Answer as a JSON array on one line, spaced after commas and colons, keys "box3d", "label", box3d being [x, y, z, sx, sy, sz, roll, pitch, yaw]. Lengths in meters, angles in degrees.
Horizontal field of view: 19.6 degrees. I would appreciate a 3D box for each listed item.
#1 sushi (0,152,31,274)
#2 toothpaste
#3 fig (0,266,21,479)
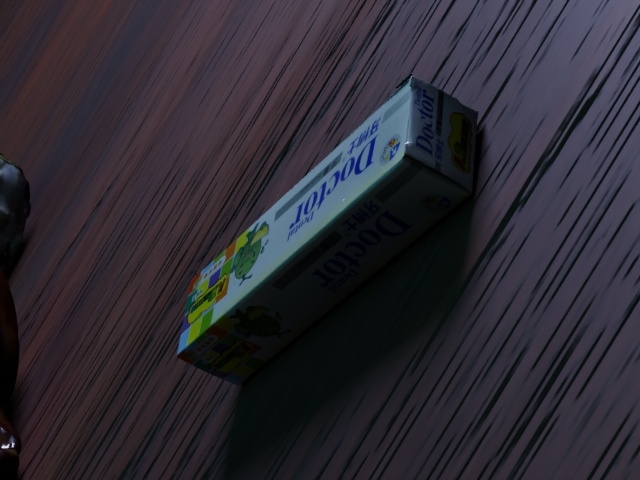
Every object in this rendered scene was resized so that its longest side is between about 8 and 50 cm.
[{"box3d": [-0.297, 0.023, 1.276, 0.225, 0.124, 0.127, -62, 20, -4], "label": "sushi"}, {"box3d": [0.000, 0.000, 0.724, 0.164, 0.034, 0.046, -41, 30, 42], "label": "toothpaste"}, {"box3d": [-0.269, 0.083, 1.036, 0.235, 0.214, 0.235, -173, 90, -85], "label": "fig"}]
